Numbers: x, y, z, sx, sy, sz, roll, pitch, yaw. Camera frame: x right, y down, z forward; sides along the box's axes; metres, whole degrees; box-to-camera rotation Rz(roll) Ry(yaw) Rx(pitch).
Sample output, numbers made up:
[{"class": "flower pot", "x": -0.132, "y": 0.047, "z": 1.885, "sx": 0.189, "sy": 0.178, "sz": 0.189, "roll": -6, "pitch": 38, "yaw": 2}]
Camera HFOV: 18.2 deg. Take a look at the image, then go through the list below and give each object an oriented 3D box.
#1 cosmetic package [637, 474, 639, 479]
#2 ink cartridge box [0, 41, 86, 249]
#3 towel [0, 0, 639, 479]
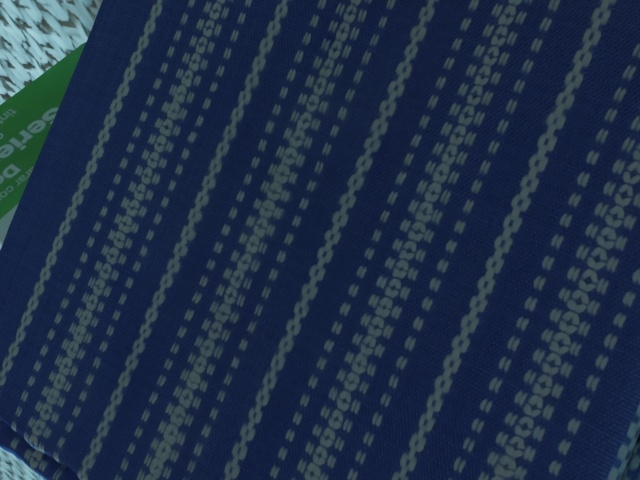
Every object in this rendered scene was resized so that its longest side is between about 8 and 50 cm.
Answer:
[{"class": "cosmetic package", "x": 0.075, "y": 0.103, "z": 0.621, "sx": 0.099, "sy": 0.239, "sz": 0.060, "roll": 18, "pitch": 174, "yaw": 42}, {"class": "ink cartridge box", "x": -0.033, "y": 0.062, "z": 0.899, "sx": 0.278, "sy": 0.117, "sz": 0.201, "roll": 32, "pitch": 152, "yaw": 38}, {"class": "towel", "x": 0.000, "y": 0.000, "z": 0.671, "sx": 0.040, "sy": 0.243, "sz": 0.336, "roll": 20, "pitch": -177, "yaw": -40}]
